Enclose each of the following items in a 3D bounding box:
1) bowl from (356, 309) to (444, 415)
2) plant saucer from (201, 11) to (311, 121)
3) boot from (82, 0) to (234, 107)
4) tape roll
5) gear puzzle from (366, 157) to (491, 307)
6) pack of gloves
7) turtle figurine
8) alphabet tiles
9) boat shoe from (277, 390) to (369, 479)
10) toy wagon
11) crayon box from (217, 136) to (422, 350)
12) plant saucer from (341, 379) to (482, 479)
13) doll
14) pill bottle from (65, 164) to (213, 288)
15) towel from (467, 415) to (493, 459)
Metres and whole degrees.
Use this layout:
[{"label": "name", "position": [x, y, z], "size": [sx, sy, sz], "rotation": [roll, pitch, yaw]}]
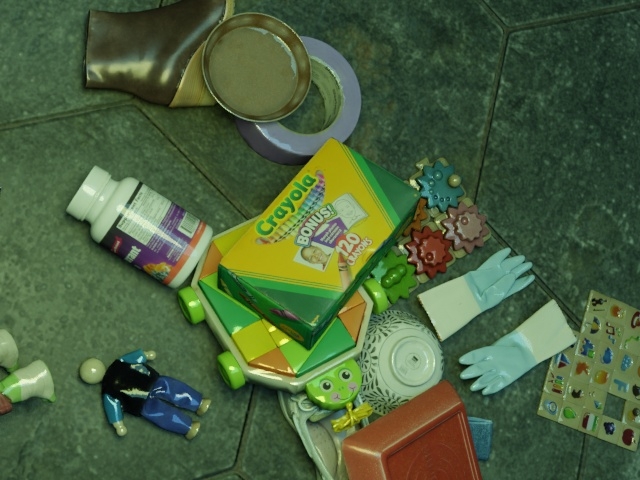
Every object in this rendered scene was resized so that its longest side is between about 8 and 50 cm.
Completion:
[{"label": "bowl", "position": [0.129, 0.188, 1.649], "size": [0.170, 0.080, 0.170], "rotation": [3, 79, -19]}, {"label": "plant saucer", "position": [-0.097, -0.254, 1.583], "size": [0.169, 0.029, 0.168], "rotation": [3, 81, -20]}, {"label": "boot", "position": [-0.241, -0.327, 1.595], "size": [0.207, 0.090, 0.248], "rotation": [9, 82, -20]}, {"label": "tape roll", "position": [-0.038, -0.216, 1.656], "size": [0.189, 0.080, 0.188], "rotation": [3, 80, -18]}, {"label": "gear puzzle", "position": [0.117, 0.004, 1.693], "size": [0.339, 0.044, 0.175], "rotation": [-33, 93, -21]}, {"label": "pack of gloves", "position": [0.282, 0.133, 1.743], "size": [0.232, 0.046, 0.195], "rotation": [-26, 85, -28]}, {"label": "turtle figurine", "position": [-0.488, 0.250, 1.382], "size": [0.266, 0.198, 0.274], "rotation": [-29, 102, -37]}, {"label": "alphabet tiles", "position": [0.479, 0.213, 1.808], "size": [0.198, 0.009, 0.237], "rotation": [22, 74, -15]}, {"label": "boat shoe", "position": [0.024, 0.286, 1.583], "size": [0.118, 0.103, 0.320], "rotation": [-15, 86, -21]}, {"label": "toy wagon", "position": [-0.033, 0.116, 1.553], "size": [0.267, 0.068, 0.344], "rotation": [-26, 66, -19]}, {"label": "crayon box", "position": [0.000, 0.000, 1.536], "size": [0.165, 0.081, 0.278], "rotation": [33, 63, 12]}, {"label": "plant saucer", "position": [0.158, 0.367, 1.568], "size": [0.259, 0.048, 0.258], "rotation": [-21, 99, -44]}, {"label": "doll", "position": [-0.257, 0.221, 1.525], "size": [0.189, 0.046, 0.129], "rotation": [29, 72, -13]}, {"label": "pill bottle", "position": [-0.262, -0.023, 1.530], "size": [0.194, 0.108, 0.108], "rotation": [33, 72, -11]}, {"label": "towel", "position": [0.216, 0.310, 1.687], "size": [0.120, 0.029, 0.067], "rotation": [11, 79, -18]}]
